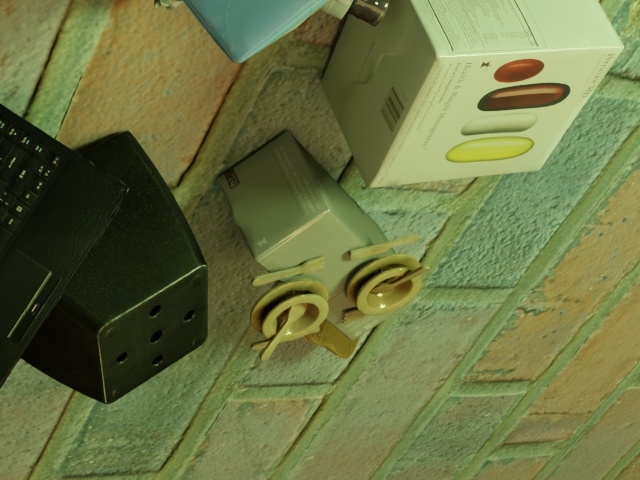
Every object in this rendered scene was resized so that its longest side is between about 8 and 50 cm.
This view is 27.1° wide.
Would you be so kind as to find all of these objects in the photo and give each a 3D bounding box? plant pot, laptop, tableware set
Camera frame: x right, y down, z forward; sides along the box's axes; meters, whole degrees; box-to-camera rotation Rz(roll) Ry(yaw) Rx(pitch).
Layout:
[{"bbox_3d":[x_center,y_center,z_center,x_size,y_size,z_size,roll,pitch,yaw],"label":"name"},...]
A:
[{"bbox_3d":[-0.207,0.041,1.284,0.187,0.167,0.188,-33,149,-28],"label":"plant pot"},{"bbox_3d":[-0.342,-0.023,1.118,0.234,0.264,0.136,-57,178,0],"label":"laptop"},{"bbox_3d":[0.022,0.066,1.400,0.194,0.039,0.128,-15,143,-15],"label":"tableware set"}]

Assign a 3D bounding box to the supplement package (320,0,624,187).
[{"bbox_3d":[0.140,-0.171,1.283,0.203,0.149,0.194,-7,148,-25],"label":"supplement package"}]

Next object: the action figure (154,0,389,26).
[{"bbox_3d":[-0.065,-0.259,1.112,0.285,0.099,0.185,14,136,-24],"label":"action figure"}]

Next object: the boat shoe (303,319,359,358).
[{"bbox_3d":[-0.008,0.096,1.612,0.063,0.059,0.170,-63,149,-16],"label":"boat shoe"}]

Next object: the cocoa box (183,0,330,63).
[{"bbox_3d":[0.023,-0.315,0.880,0.347,0.231,0.228,-36,99,13],"label":"cocoa box"}]

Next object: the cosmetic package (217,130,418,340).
[{"bbox_3d":[0.000,0.000,1.445,0.107,0.127,0.238,-32,146,8],"label":"cosmetic package"}]
